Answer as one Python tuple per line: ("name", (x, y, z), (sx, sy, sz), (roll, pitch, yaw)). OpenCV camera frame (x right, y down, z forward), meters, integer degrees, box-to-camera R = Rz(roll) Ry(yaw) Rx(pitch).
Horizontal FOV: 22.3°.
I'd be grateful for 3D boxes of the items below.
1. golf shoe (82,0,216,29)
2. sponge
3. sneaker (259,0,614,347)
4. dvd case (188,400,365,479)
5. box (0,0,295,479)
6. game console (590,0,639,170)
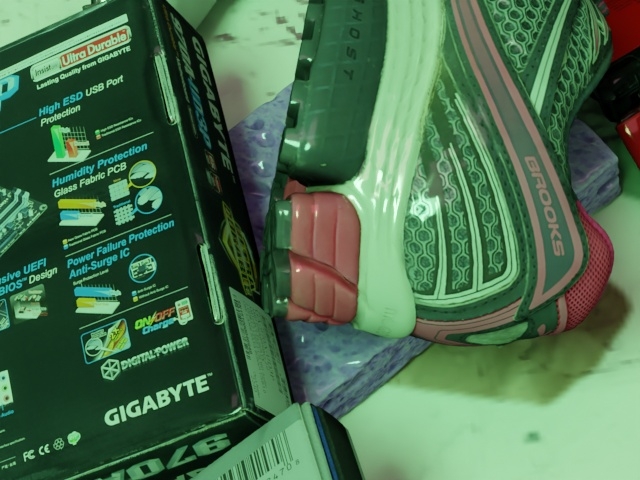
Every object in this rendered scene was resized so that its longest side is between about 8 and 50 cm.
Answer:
("golf shoe", (-0.037, -0.141, 0.679), (0.094, 0.077, 0.198), (11, 66, 14))
("sponge", (0.000, 0.000, 0.625), (0.210, 0.031, 0.117), (-38, 63, -10))
("sneaker", (0.052, -0.098, 0.593), (0.112, 0.121, 0.299), (10, 66, -3))
("dvd case", (-0.037, 0.184, 0.463), (0.179, 0.029, 0.239), (-37, 42, 17))
("box", (-0.132, 0.027, 0.593), (0.220, 0.051, 0.175), (-22, 62, 13))
("game console", (0.171, -0.070, 0.645), (0.144, 0.085, 0.124), (-30, 31, -8))
